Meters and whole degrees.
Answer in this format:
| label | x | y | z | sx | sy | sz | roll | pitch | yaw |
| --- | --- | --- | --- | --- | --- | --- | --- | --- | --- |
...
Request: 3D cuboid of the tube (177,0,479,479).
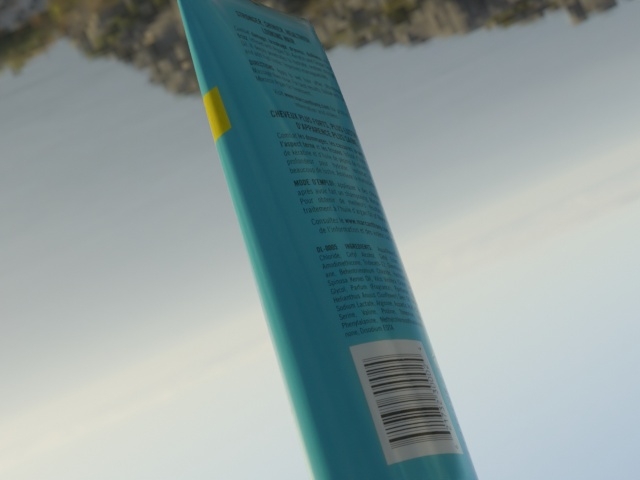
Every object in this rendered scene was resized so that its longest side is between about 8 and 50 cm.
| label | x | y | z | sx | sy | sz | roll | pitch | yaw |
| --- | --- | --- | --- | --- | --- | --- | --- | --- | --- |
| tube | 0.000 | 0.000 | 0.586 | 0.052 | 0.207 | 0.080 | -27 | 156 | 24 |
